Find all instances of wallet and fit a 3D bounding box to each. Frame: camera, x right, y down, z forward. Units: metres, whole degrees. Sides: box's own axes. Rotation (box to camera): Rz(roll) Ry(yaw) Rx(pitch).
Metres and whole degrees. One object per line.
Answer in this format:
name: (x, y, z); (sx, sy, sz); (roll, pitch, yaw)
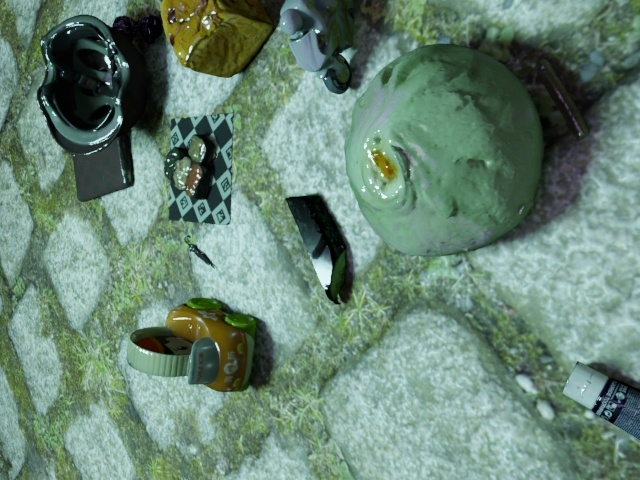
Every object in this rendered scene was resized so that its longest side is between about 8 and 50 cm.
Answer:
wallet: (-0.562, -0.204, 1.408); (0.229, 0.049, 0.182); (-8, 86, 39)

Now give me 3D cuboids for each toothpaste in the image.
toothpaste: (0.376, 0.208, 0.617); (0.193, 0.045, 0.071); (27, 117, 30)

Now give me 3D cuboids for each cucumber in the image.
cucumber: (0.000, 0.000, 0.933); (0.070, 0.046, 0.220); (-36, 68, 27)

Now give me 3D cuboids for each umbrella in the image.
umbrella: (-0.263, 0.029, 1.180); (0.022, 0.013, 0.122); (-50, 57, 6)

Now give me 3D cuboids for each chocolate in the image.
chocolate: (-0.416, -0.489, 1.270); (0.147, 0.070, 0.072); (19, 94, 28)

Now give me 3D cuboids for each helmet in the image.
helmet: (-0.502, -0.345, 1.254); (0.224, 0.177, 0.306); (8, 102, 13)

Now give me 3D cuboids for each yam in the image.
yam: (0.300, -0.177, 0.678); (0.021, 0.021, 0.116); (-33, 69, 37)

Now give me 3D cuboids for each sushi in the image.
sushi: (-0.277, -0.152, 1.161); (0.219, 0.047, 0.232); (6, 96, 41)

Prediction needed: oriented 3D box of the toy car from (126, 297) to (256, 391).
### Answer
toy car: (-0.253, 0.210, 1.044); (0.235, 0.235, 0.145); (16, 102, 39)

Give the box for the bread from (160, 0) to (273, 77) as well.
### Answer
bread: (-0.193, -0.403, 1.011); (0.143, 0.158, 0.149); (-41, 65, 29)

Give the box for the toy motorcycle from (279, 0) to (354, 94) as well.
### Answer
toy motorcycle: (-0.007, -0.347, 0.850); (0.073, 0.152, 0.225); (-3, 91, 41)

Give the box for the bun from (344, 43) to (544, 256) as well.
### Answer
bun: (0.131, -0.117, 0.720); (0.293, 0.187, 0.293); (0, 90, 43)
